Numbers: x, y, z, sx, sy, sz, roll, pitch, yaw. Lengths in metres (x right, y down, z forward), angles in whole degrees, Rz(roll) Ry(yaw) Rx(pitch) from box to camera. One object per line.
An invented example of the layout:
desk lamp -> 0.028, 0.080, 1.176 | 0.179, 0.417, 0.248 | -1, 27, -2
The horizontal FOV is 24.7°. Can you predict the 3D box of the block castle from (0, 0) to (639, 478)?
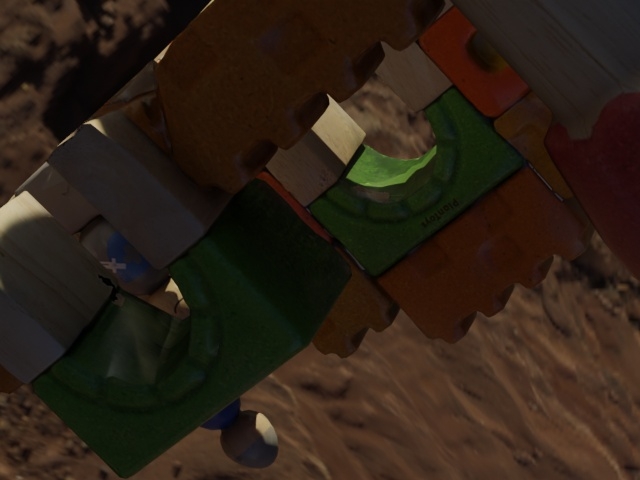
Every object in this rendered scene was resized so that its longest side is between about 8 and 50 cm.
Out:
block castle -> 0.000, 0.000, 0.622 | 0.213, 0.303, 0.453 | 45, 121, -9
